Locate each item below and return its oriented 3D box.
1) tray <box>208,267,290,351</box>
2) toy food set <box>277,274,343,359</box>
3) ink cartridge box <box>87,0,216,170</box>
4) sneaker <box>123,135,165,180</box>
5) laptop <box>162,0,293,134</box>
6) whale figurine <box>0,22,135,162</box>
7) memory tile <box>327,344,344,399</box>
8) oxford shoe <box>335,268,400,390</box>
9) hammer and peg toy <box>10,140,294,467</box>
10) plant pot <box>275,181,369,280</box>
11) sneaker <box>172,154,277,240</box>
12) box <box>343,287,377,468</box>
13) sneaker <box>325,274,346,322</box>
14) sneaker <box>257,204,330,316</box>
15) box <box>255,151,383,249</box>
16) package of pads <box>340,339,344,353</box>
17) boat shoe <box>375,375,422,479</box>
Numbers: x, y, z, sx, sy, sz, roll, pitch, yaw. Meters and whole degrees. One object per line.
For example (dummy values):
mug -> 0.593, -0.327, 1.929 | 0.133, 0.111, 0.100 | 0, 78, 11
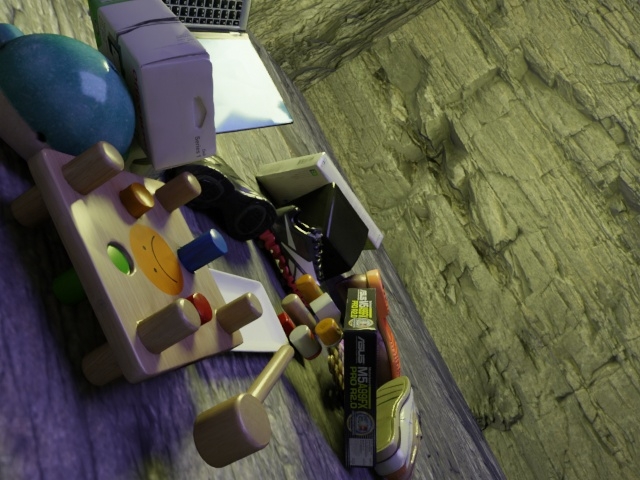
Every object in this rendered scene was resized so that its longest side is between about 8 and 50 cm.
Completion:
tray -> -0.136, 0.120, 0.914 | 0.145, 0.030, 0.270 | 64, 13, 19
toy food set -> -0.010, 0.167, 1.092 | 0.104, 0.111, 0.232 | 56, -4, -25
ink cartridge box -> -0.229, -0.224, 0.773 | 0.219, 0.092, 0.160 | 51, -30, 36
sneaker -> -0.290, -0.179, 0.913 | 0.129, 0.111, 0.297 | 34, 19, -24
laptop -> -0.216, -0.465, 1.191 | 0.236, 0.408, 0.382 | 33, 33, 27
whale figurine -> -0.307, -0.190, 0.713 | 0.216, 0.141, 0.272 | 51, 12, -31
memory tile -> 0.037, 0.255, 1.182 | 0.148, 0.012, 0.113 | 71, 15, -45
oxford shoe -> 0.126, 0.263, 1.449 | 0.130, 0.132, 0.364 | 15, 64, -83
hammer and peg toy -> -0.171, 0.075, 0.655 | 0.361, 0.127, 0.266 | 61, 11, 8
plant pot -> 0.000, 0.000, 1.428 | 0.187, 0.188, 0.167 | 52, 27, -32
sneaker -> -0.183, -0.101, 1.102 | 0.286, 0.109, 0.130 | 46, 11, -54
box -> 0.078, 0.252, 1.078 | 0.216, 0.060, 0.270 | -67, 157, -75
sneaker -> 0.095, 0.185, 1.565 | 0.222, 0.083, 0.118 | 62, 8, 5
sneaker -> -0.035, 0.041, 1.268 | 0.276, 0.135, 0.097 | 60, 10, -3
box -> 0.000, -0.092, 1.554 | 0.322, 0.232, 0.058 | 53, 52, -32
package of pads -> 0.047, 0.256, 1.320 | 0.083, 0.032, 0.050 | 53, 11, -26
boat shoe -> 0.161, 0.412, 1.242 | 0.103, 0.113, 0.302 | 59, 22, -8
